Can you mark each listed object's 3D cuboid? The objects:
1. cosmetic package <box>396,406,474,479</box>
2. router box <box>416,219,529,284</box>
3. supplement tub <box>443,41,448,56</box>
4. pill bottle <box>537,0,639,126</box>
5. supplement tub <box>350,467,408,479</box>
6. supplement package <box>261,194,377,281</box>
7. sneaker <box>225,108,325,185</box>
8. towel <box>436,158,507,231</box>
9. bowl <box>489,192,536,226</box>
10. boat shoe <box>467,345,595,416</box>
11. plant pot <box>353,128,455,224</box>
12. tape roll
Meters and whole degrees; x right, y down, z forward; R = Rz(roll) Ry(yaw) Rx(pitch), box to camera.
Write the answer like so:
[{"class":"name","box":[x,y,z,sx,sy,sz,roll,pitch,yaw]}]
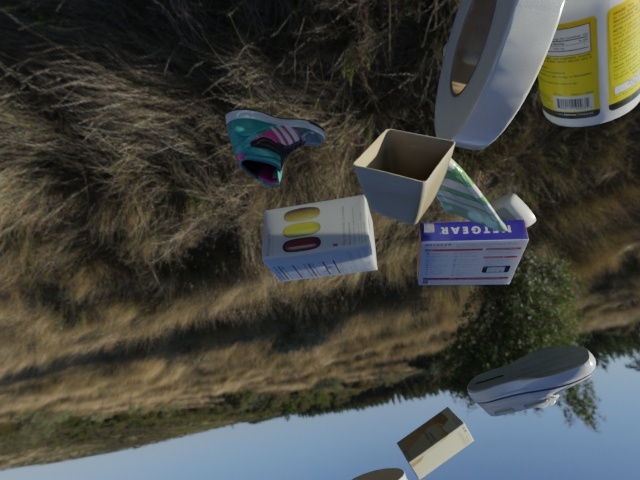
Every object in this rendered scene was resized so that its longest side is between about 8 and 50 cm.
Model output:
[{"class":"cosmetic package","box":[0.196,0.347,0.697,0.115,0.041,0.060,-32,-170,-7]},{"class":"router box","box":[0.519,0.052,1.433,0.335,0.082,0.301,-1,145,10]},{"class":"supplement tub","box":[0.398,-0.410,1.007,0.144,0.144,0.200,-15,124,19]},{"class":"pill bottle","box":[0.523,-0.412,0.795,0.188,0.188,0.334,-16,130,21]},{"class":"supplement tub","box":[0.200,0.862,1.170,0.228,0.316,0.228,-14,163,-4]},{"class":"supplement package","box":[0.000,0.000,0.954,0.244,0.139,0.134,-9,151,11]},{"class":"sneaker","box":[-0.106,-0.235,1.082,0.295,0.178,0.124,-1,174,-35]},{"class":"towel","box":[0.353,-0.152,1.133,0.325,0.248,0.038,40,89,-32]},{"class":"bowl","box":[0.669,-0.087,1.441,0.053,0.142,0.142,-44,-177,-20]},{"class":"boat shoe","box":[0.372,0.250,0.706,0.226,0.076,0.083,-37,-177,43]},{"class":"plant pot","box":[0.123,-0.089,0.599,0.109,0.109,0.096,21,141,28]},{"class":"tape roll","box":[0.305,-0.364,0.734,0.072,0.392,0.392,11,159,0]}]
